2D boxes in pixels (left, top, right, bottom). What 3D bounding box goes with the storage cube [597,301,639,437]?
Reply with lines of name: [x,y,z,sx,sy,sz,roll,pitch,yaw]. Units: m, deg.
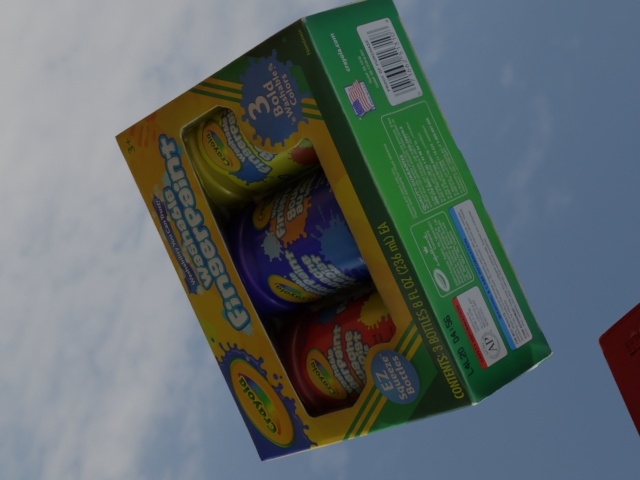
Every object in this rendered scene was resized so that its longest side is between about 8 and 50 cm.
storage cube: [0.449,0.146,1.424,0.184,0.215,0.193,-49,-141,33]

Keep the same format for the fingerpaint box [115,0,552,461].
fingerpaint box: [0.000,0.000,1.545,0.371,0.163,0.445,-23,-89,46]
